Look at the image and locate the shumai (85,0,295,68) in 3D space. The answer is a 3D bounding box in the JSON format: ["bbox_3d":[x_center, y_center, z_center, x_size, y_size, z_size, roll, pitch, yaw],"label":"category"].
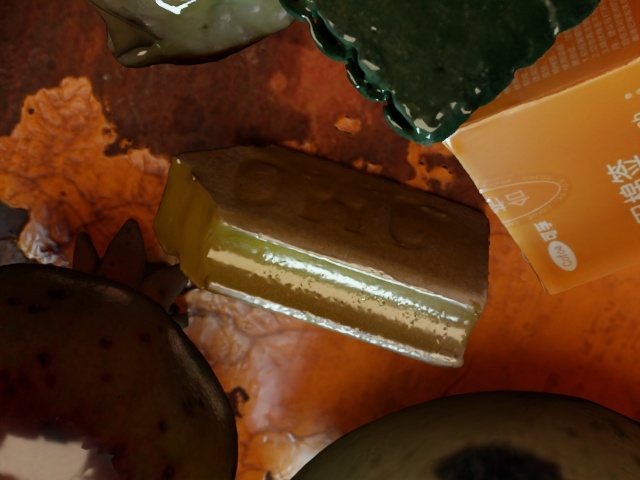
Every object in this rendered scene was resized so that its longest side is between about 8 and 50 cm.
[{"bbox_3d":[-0.090,-0.233,1.171,0.346,0.217,0.283,6,118,-1],"label":"shumai"}]

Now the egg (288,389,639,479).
[{"bbox_3d":[0.143,0.288,1.349,0.428,0.345,0.345,10,120,25],"label":"egg"}]

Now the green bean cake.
[{"bbox_3d":[0.077,-0.185,1.073,0.208,0.107,0.193,-40,87,2],"label":"green bean cake"}]

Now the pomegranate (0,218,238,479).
[{"bbox_3d":[-0.214,0.136,1.314,0.291,0.323,0.290,-4,119,-7],"label":"pomegranate"}]

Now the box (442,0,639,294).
[{"bbox_3d":[0.259,-0.120,1.190,0.341,0.143,0.225,-20,140,17],"label":"box"}]

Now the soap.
[{"bbox_3d":[0.000,0.000,1.314,0.257,0.160,0.080,18,116,-4],"label":"soap"}]
